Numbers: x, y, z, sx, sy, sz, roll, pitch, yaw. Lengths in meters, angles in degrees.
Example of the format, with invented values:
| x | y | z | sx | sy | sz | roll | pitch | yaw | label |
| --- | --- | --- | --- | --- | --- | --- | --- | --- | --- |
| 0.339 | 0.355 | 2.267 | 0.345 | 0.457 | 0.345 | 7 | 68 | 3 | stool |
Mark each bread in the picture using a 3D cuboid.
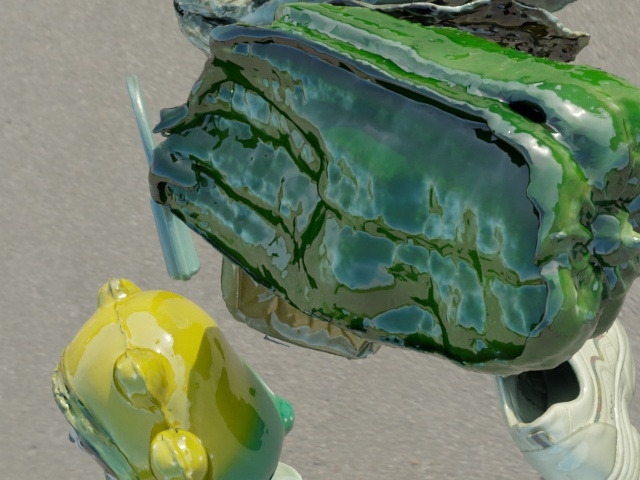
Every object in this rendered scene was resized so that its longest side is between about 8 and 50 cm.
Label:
| x | y | z | sx | sy | sz | roll | pitch | yaw | label |
| --- | --- | --- | --- | --- | --- | --- | --- | --- | --- |
| 0.000 | 0.001 | 1.177 | 0.192 | 0.210 | 0.110 | 13 | 38 | 10 | bread |

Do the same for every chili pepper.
| x | y | z | sx | sy | sz | roll | pitch | yaw | label |
| --- | --- | --- | --- | --- | --- | --- | --- | --- | --- |
| 0.046 | -0.047 | 0.753 | 0.385 | 0.167 | 0.213 | 17 | 115 | 40 | chili pepper |

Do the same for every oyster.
| x | y | z | sx | sy | sz | roll | pitch | yaw | label |
| --- | --- | --- | --- | --- | --- | --- | --- | --- | --- |
| 0.022 | -0.178 | 0.859 | 0.351 | 0.162 | 0.158 | 9 | 60 | 24 | oyster |

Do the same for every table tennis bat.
| x | y | z | sx | sy | sz | roll | pitch | yaw | label |
| --- | --- | --- | --- | --- | --- | --- | --- | --- | --- |
| -0.185 | -0.071 | 1.342 | 0.040 | 0.153 | 0.244 | -15 | 101 | -6 | table tennis bat |

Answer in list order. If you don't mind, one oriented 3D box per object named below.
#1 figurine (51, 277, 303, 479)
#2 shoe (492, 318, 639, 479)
| x | y | z | sx | sy | sz | roll | pitch | yaw | label |
| --- | --- | --- | --- | --- | --- | --- | --- | --- | --- |
| -0.153 | 0.202 | 1.299 | 0.231 | 0.340 | 0.324 | -26 | 39 | -3 | figurine |
| 0.280 | 0.147 | 1.373 | 0.132 | 0.210 | 0.342 | -26 | 38 | 25 | shoe |
